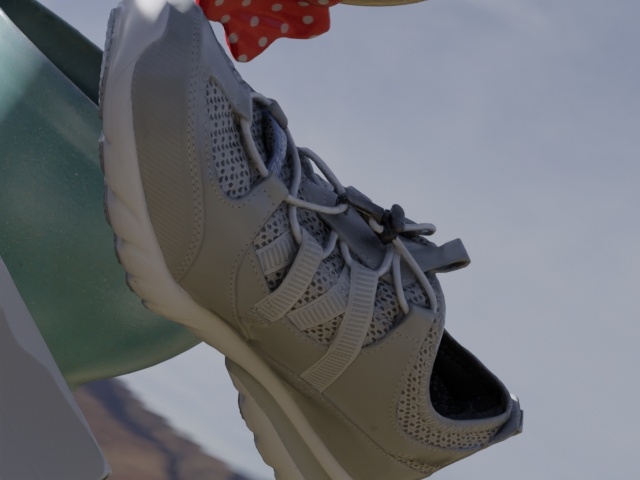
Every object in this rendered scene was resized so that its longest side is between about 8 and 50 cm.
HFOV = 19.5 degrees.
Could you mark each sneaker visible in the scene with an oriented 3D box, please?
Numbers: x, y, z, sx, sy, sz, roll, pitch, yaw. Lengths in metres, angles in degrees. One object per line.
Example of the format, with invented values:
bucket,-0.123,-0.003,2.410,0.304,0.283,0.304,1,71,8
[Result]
sneaker,0.000,0.000,0.750,0.115,0.105,0.281,-13,-42,17

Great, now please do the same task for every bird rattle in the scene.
bird rattle,0.005,-0.202,1.295,0.207,0.143,0.253,6,-27,8

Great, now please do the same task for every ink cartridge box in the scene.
ink cartridge box,-0.215,0.078,0.869,0.208,0.087,0.153,-13,-73,45

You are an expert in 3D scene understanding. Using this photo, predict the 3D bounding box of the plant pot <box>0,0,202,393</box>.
plant pot,-0.182,-0.014,1.284,0.293,0.196,0.293,42,5,-5
